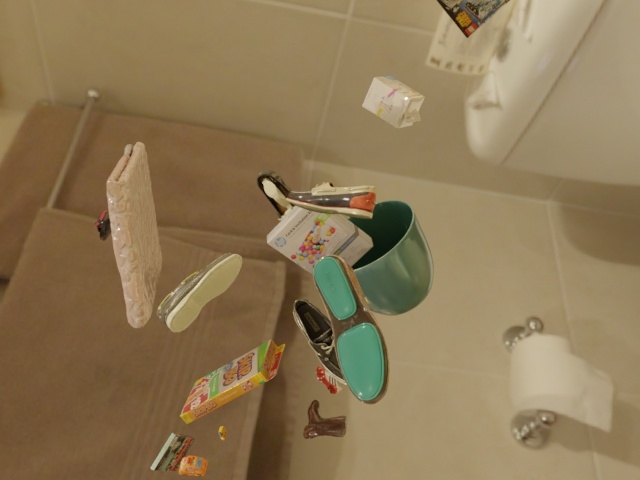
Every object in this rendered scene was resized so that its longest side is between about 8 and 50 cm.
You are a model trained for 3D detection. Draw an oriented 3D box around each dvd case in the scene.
[{"bbox_3d":[-0.329,0.476,1.441,0.087,0.013,0.119,-59,-19,-11],"label":"dvd case"}]

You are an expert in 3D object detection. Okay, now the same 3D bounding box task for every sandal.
[{"bbox_3d":[-0.515,-0.045,1.546,0.067,0.040,0.179,-61,13,6],"label":"sandal"}]

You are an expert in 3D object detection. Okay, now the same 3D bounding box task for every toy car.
[{"bbox_3d":[-0.247,0.429,1.329,0.040,0.060,0.122,82,-152,-46],"label":"toy car"}]

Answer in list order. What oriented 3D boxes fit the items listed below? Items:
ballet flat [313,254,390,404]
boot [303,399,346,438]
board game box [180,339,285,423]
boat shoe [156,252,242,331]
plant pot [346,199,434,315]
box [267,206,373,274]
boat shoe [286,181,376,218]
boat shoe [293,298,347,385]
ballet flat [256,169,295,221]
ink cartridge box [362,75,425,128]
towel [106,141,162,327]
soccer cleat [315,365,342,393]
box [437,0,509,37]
[{"bbox_3d":[0.076,0.175,1.306,0.106,0.108,0.316,33,-142,-65],"label":"ballet flat"},{"bbox_3d":[0.021,0.418,1.513,0.114,0.037,0.106,-18,40,33],"label":"boot"},{"bbox_3d":[-0.196,0.312,1.443,0.039,0.259,0.124,55,-160,-18],"label":"board game box"},{"bbox_3d":[-0.365,0.139,1.937,0.305,0.091,0.109,-46,-39,-22],"label":"boat shoe"},{"bbox_3d":[0.184,0.068,1.805,0.235,0.293,0.293,54,-162,-27],"label":"plant pot"},{"bbox_3d":[0.000,0.000,1.409,0.145,0.186,0.038,-44,25,20],"label":"box"},{"bbox_3d":[0.014,-0.059,0.882,0.049,0.137,0.043,17,-97,-57],"label":"boat shoe"},{"bbox_3d":[0.013,0.215,1.353,0.078,0.219,0.070,-40,-16,-7],"label":"boat shoe"},{"bbox_3d":[-0.103,-0.099,1.937,0.095,0.280,0.096,-45,-13,13],"label":"ballet flat"},{"bbox_3d":[0.206,-0.372,1.741,0.092,0.143,0.090,-25,-35,-52],"label":"ink cartridge box"},{"bbox_3d":[-0.411,-0.024,1.431,0.317,0.053,0.331,-108,14,-65],"label":"towel"},{"bbox_3d":[0.020,0.337,1.554,0.083,0.036,0.029,46,116,33],"label":"soccer cleat"},{"bbox_3d":[0.222,-0.368,0.945,0.094,0.137,0.027,-40,60,19],"label":"box"}]
